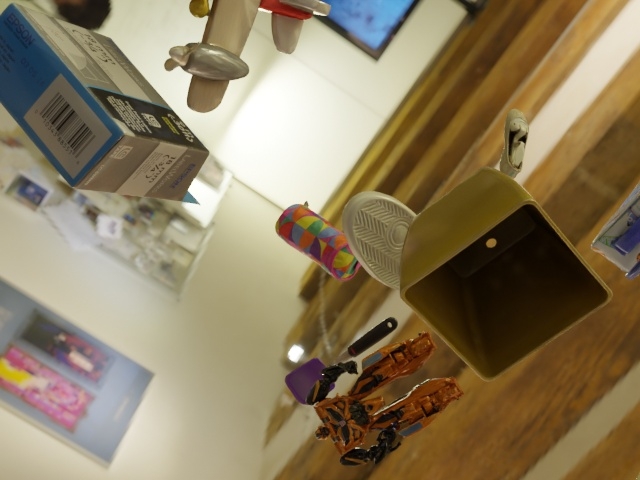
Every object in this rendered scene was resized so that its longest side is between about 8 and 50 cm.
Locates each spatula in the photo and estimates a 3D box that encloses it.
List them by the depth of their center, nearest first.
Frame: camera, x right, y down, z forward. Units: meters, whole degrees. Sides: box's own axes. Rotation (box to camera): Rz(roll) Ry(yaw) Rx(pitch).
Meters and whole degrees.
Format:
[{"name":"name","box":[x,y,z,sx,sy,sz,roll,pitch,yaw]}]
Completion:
[{"name":"spatula","box":[0.050,0.248,2.110,0.296,0.084,0.030,-39,169,26]}]

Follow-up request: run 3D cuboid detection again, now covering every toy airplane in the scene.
[{"name":"toy airplane","box":[-0.157,-0.475,1.824,0.384,0.386,0.272,-29,-166,-7]}]

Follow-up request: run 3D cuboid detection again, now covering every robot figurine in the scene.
[{"name":"robot figurine","box":[0.115,0.306,1.937,0.291,0.211,0.085,-31,173,-1]}]

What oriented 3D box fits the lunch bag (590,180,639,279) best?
[{"name":"lunch bag","box":[0.572,-0.073,1.616,0.243,0.115,0.303,-38,164,-46]}]

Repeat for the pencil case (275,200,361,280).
[{"name":"pencil case","box":[0.000,0.000,2.152,0.104,0.104,0.236,-56,-139,3]}]

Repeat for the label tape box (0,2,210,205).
[{"name":"label tape box","box":[-0.279,-0.174,1.364,0.106,0.241,0.333,-45,165,14]}]

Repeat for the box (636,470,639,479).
[{"name":"box","box":[0.737,0.450,2.141,0.087,0.058,0.232,67,48,-78]}]

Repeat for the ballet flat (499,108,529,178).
[{"name":"ballet flat","box":[0.404,-0.201,2.050,0.052,0.057,0.168,141,-36,-62]}]

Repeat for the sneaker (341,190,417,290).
[{"name":"sneaker","box":[0.136,0.021,1.773,0.131,0.350,0.148,-50,-144,-3]}]

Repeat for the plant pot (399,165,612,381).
[{"name":"plant pot","box":[0.234,0.025,1.389,0.212,0.212,0.187,-38,-151,15]}]
